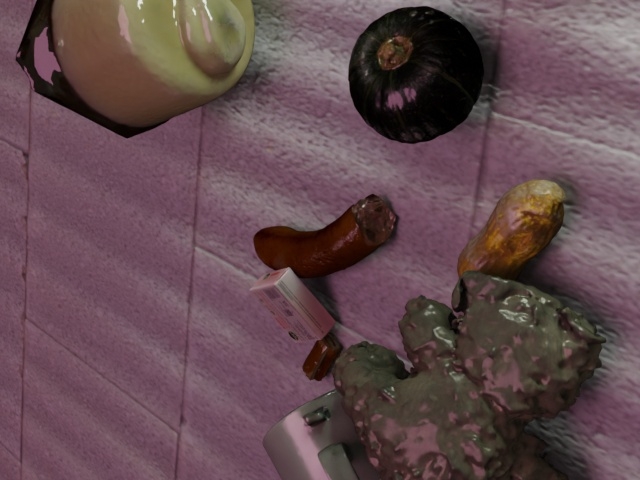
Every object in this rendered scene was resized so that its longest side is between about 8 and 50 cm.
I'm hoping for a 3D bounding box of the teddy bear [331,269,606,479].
[{"bbox_3d":[0.221,0.213,1.523,0.367,0.224,0.357,-41,78,18],"label":"teddy bear"}]

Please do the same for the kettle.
[{"bbox_3d":[0.077,0.375,1.689,0.318,0.205,0.265,62,151,20],"label":"kettle"}]

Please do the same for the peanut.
[{"bbox_3d":[0.249,-0.003,1.510,0.087,0.087,0.207,58,137,25],"label":"peanut"}]

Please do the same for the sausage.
[{"bbox_3d":[0.000,0.005,1.817,0.302,0.076,0.103,-17,76,49],"label":"sausage"}]

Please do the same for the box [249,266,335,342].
[{"bbox_3d":[-0.045,0.106,1.863,0.125,0.043,0.089,50,151,-16],"label":"box"}]

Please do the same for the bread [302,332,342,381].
[{"bbox_3d":[0.000,0.190,1.886,0.047,0.036,0.083,53,131,33],"label":"bread"}]

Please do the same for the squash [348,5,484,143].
[{"bbox_3d":[0.126,-0.222,1.550,0.193,0.156,0.193,-3,76,12],"label":"squash"}]

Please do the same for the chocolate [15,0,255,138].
[{"bbox_3d":[-0.271,-0.361,1.876,0.297,0.326,0.314,-18,51,53],"label":"chocolate"}]
